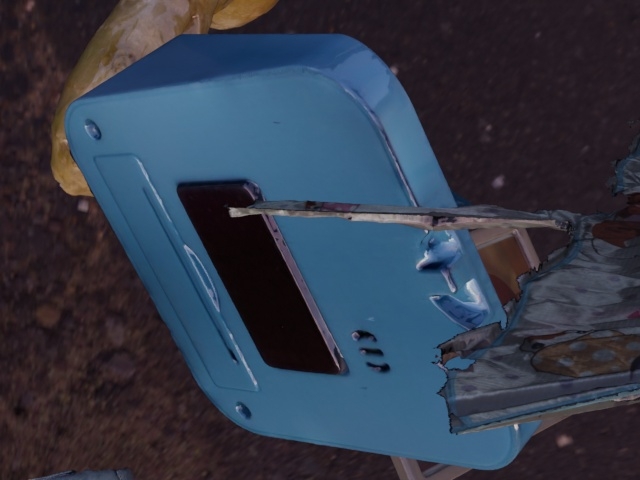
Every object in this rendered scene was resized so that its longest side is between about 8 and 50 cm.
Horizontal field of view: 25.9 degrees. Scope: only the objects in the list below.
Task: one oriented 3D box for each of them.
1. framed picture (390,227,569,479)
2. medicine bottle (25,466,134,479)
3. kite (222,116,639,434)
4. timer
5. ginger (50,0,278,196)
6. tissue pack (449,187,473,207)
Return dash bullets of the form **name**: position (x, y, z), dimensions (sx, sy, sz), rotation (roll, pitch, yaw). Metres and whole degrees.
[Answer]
- **framed picture**: position (0.143, 0.103, 1.354), dimensions (0.289, 0.020, 0.211), rotation (-18, 82, -42)
- **medicine bottle**: position (-0.251, 0.369, 1.227), dimensions (0.245, 0.245, 0.290), rotation (-13, 77, -17)
- **kite**: position (0.136, -0.006, 0.512), dimensions (0.368, 0.406, 0.014), rotation (3, 108, 23)
- **timer**: position (0.000, 0.000, 0.734), dimensions (0.091, 0.250, 0.232), rotation (-39, 116, -31)
- **ginger**: position (-0.060, -0.242, 0.958), dimensions (0.122, 0.348, 0.363), rotation (30, 34, 8)
- **tissue pack**: position (0.065, -0.016, 1.274), dimensions (0.138, 0.028, 0.085), rotation (-35, 48, -12)
